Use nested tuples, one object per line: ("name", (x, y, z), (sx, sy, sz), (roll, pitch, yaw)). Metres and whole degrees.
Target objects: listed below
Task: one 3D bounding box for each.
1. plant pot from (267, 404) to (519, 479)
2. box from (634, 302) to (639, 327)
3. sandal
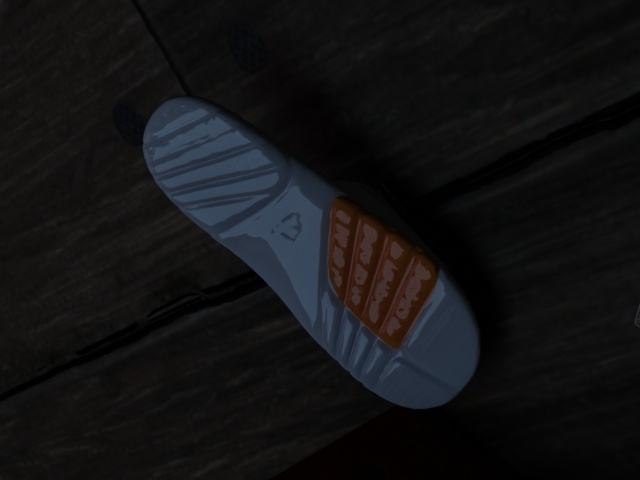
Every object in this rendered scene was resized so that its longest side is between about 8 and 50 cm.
("plant pot", (0.039, 0.269, 1.323), (0.267, 0.267, 0.235), (39, 127, 23))
("box", (0.312, 0.096, 1.028), (0.324, 0.067, 0.063), (37, 139, 26))
("sandal", (0.006, -0.008, 1.284), (0.265, 0.076, 0.102), (43, 119, 0))
